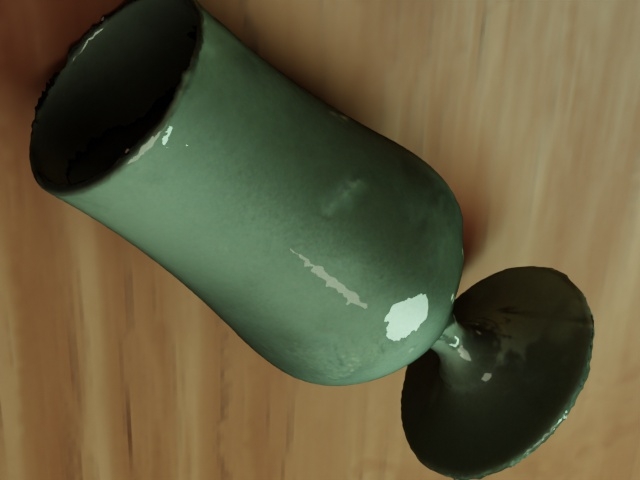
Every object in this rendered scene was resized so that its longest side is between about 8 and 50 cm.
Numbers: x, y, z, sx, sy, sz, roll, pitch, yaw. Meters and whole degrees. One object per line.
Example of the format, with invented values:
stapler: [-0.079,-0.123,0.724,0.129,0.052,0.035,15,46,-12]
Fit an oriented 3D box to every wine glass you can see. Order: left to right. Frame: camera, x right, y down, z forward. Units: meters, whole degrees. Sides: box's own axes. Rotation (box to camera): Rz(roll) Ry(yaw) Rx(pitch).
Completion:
wine glass: [0.000,0.000,0.717,0.103,0.103,0.231,-40,126,19]
